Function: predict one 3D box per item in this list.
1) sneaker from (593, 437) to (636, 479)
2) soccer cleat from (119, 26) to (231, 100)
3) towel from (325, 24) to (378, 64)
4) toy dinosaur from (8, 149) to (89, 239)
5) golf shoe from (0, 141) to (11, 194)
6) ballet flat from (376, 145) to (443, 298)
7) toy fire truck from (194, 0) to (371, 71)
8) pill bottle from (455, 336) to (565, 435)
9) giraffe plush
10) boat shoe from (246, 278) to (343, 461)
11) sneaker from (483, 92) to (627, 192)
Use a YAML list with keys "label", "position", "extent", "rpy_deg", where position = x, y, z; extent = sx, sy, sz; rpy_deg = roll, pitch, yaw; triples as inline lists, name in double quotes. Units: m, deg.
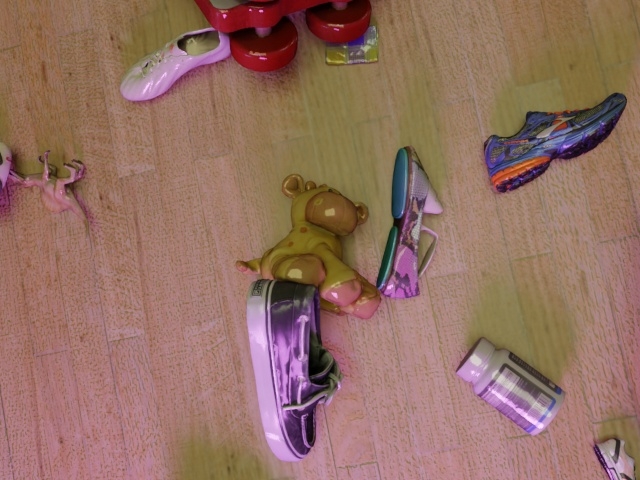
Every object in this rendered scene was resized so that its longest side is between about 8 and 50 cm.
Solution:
- label: "sneaker"
  position: [0.422, 0.325, 1.089]
  extent: [0.044, 0.040, 0.109]
  rpy_deg: [-24, 88, -5]
- label: "soccer cleat"
  position: [-0.226, -0.277, 1.203]
  extent: [0.196, 0.076, 0.068]
  rpy_deg: [-25, 83, 6]
- label: "towel"
  position: [0.047, -0.298, 1.201]
  extent: [0.083, 0.009, 0.060]
  rpy_deg: [0, 85, 8]
- label: "toy dinosaur"
  position: [-0.404, -0.081, 1.235]
  extent: [0.183, 0.053, 0.092]
  rpy_deg: [32, 106, 16]
- label: "golf shoe"
  position: [-0.614, -0.106, 1.248]
  extent: [0.273, 0.105, 0.120]
  rpy_deg: [8, 58, 14]
- label: "ballet flat"
  position: [0.135, -0.024, 1.144]
  extent: [0.079, 0.077, 0.221]
  rpy_deg: [8, 92, -10]
- label: "toy fire truck"
  position: [-0.059, -0.408, 1.139]
  extent: [0.302, 0.169, 0.253]
  rpy_deg: [-24, 62, -16]
- label: "pill bottle"
  position: [0.263, 0.201, 1.100]
  extent: [0.137, 0.078, 0.078]
  rpy_deg: [37, 91, 9]
- label: "giraffe plush"
  position: [0.000, 0.000, 1.128]
  extent: [0.210, 0.181, 0.170]
  rpy_deg: [11, 74, 43]
- label: "boat shoe"
  position: [-0.023, 0.183, 1.067]
  extent: [0.105, 0.113, 0.306]
  rpy_deg: [0, 118, 12]
- label: "sneaker"
  position: [0.331, -0.156, 1.118]
  extent: [0.221, 0.083, 0.087]
  rpy_deg: [-27, 75, 2]
